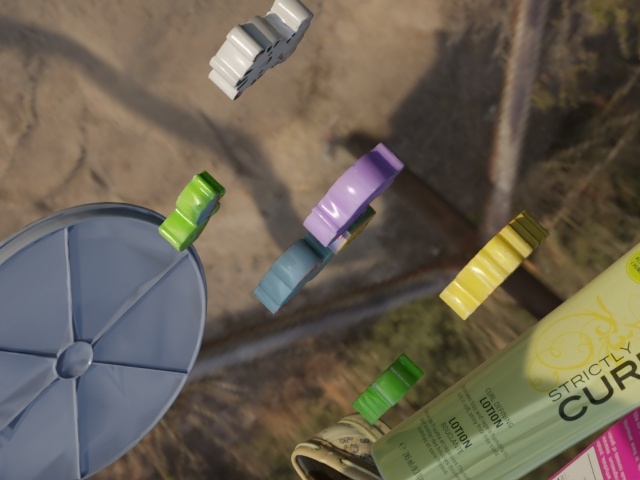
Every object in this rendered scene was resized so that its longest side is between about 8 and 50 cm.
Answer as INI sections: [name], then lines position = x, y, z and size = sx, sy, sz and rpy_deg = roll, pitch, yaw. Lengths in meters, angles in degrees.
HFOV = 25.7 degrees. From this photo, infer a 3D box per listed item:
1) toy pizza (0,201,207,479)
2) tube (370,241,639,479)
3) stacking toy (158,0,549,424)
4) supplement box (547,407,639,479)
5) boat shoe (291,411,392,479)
[toy pizza]
position = -0.155, 0.064, 0.842
size = 0.201, 0.032, 0.201
rpy_deg = -25, 132, -31
[tube]
position = 0.140, 0.072, 0.778
size = 0.240, 0.062, 0.070
rpy_deg = -34, 106, 7
[stacking toy]
position = 0.000, 0.000, 0.705
size = 0.052, 0.167, 0.221
rpy_deg = -41, 171, -33
[supplement box]
position = 0.275, 0.183, 1.027
size = 0.111, 0.114, 0.220
rpy_deg = 27, 124, -26
[boat shoe]
position = 0.089, 0.279, 1.311
size = 0.089, 0.285, 0.105
rpy_deg = -19, 137, -40
